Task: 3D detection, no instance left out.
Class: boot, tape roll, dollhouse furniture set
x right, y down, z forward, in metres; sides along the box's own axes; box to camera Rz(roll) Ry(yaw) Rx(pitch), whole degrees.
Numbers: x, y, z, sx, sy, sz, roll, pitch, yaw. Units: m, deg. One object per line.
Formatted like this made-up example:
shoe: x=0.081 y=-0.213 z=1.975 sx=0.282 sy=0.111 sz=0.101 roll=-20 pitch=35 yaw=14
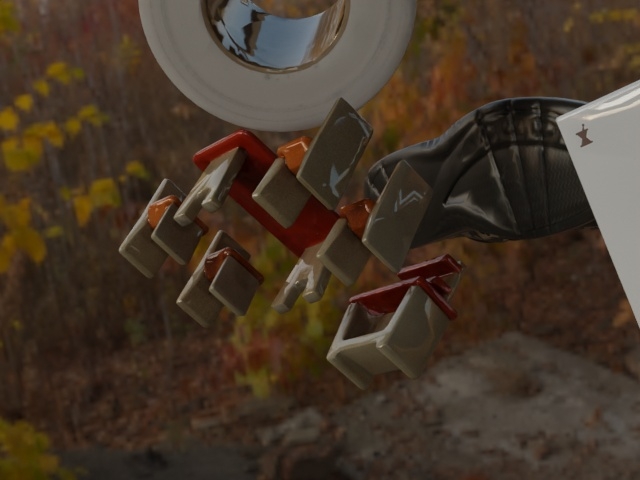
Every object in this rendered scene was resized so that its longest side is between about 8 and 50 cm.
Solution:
boot: x=0.256 y=-0.069 z=1.392 sx=0.284 sy=0.138 sz=0.377 roll=-7 pitch=-7 yaw=-35
tape roll: x=-0.032 y=-0.240 z=1.222 sx=0.246 sy=0.246 sz=0.169 roll=-7 pitch=24 yaw=8
dollhouse furniture set: x=0.000 y=0.000 z=1.167 sx=0.262 sy=0.259 sz=0.135 roll=-20 pitch=35 yaw=48

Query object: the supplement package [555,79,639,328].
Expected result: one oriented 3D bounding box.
supplement package: x=0.344 y=-0.049 z=0.954 sx=0.199 sy=0.198 sz=0.262 roll=-24 pitch=-5 yaw=41
